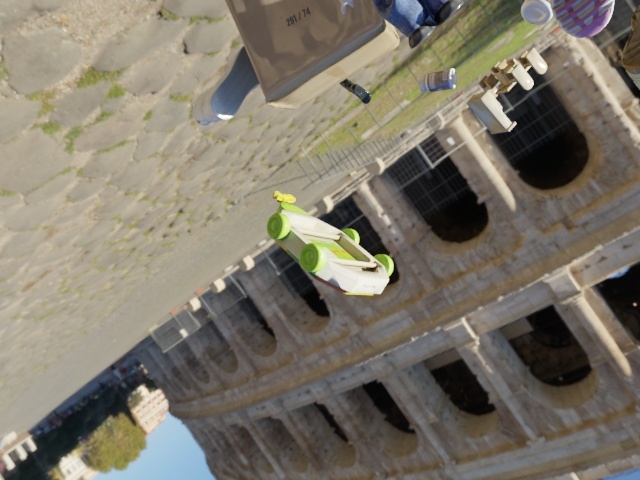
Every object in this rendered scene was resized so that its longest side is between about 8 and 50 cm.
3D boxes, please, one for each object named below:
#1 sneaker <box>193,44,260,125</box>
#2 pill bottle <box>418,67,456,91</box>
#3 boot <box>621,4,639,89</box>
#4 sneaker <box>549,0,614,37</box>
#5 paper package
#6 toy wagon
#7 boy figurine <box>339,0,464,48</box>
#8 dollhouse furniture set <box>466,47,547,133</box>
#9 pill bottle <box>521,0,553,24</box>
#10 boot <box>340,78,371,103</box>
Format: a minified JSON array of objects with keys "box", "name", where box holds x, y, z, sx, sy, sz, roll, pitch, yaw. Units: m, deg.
[{"box":[-0.239,-0.432,1.262,0.169,0.108,0.293,1,-129,53],"name":"sneaker"},{"box":[0.468,-0.639,1.854,0.137,0.078,0.078,3,-156,35],"name":"pill bottle"},{"box":[0.416,-0.190,0.521,0.077,0.165,0.213,-7,-141,54],"name":"boot"},{"box":[0.434,-0.470,0.809,0.095,0.237,0.104,-28,-177,37],"name":"sneaker"},{"box":[-0.025,-0.526,1.089,0.324,0.310,0.168,-24,177,24],"name":"paper package"},{"box":[0.000,0.000,1.033,0.267,0.344,0.068,10,114,-49],"name":"toy wagon"},{"box":[0.083,-0.428,0.696,0.177,0.285,0.092,-40,-167,24],"name":"boy figurine"},{"box":[0.680,-0.533,1.674,0.242,0.161,0.212,-48,-165,-3],"name":"dollhouse furniture set"},{"box":[0.737,-0.808,1.504,0.184,0.103,0.103,-60,-176,-9],"name":"pill bottle"},{"box":[0.133,-0.584,1.794,0.121,0.099,0.045,24,104,-50],"name":"boot"}]
